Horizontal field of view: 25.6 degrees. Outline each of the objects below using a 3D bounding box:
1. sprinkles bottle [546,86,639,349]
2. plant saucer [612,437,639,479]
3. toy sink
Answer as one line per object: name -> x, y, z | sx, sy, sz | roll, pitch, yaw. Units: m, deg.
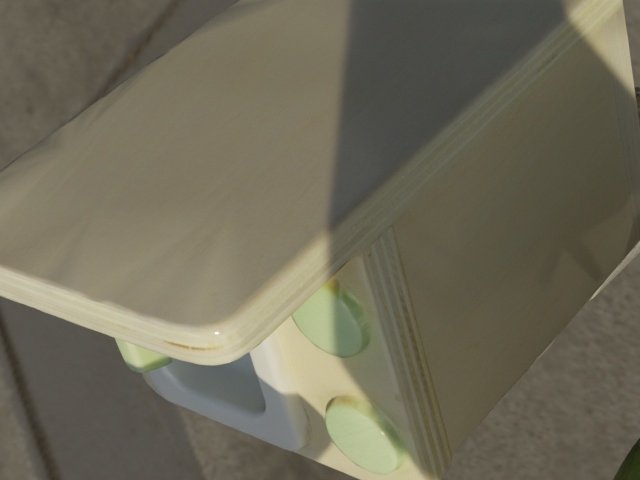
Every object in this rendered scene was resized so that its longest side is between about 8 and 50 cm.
sprinkles bottle -> 0.165, -0.014, 0.991 | 0.121, 0.355, 0.121 | 12, 114, 28
plant saucer -> 0.180, 0.129, 0.367 | 0.241, 0.037, 0.240 | 5, 102, 25
toy sink -> 0.000, 0.000, 0.542 | 0.153, 0.131, 0.234 | 14, 44, 38
